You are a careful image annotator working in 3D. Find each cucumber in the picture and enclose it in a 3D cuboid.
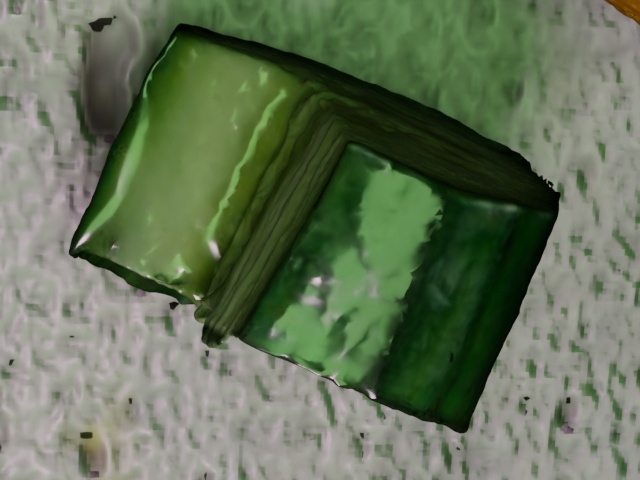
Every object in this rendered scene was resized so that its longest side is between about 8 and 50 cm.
[{"bbox_3d":[0.009,0.003,0.757,0.191,0.191,0.130,18,100,-17],"label":"cucumber"}]

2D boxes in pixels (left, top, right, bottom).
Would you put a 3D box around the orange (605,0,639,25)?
[{"bbox_3d":[0.207,-0.194,0.708,0.274,0.274,0.274,-3,105,-13],"label":"orange"}]
